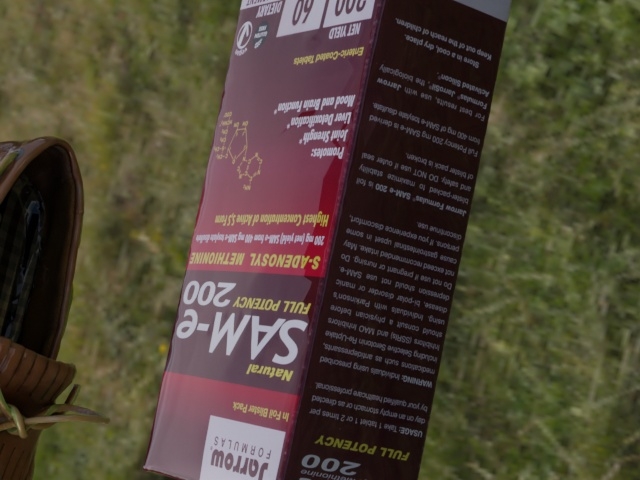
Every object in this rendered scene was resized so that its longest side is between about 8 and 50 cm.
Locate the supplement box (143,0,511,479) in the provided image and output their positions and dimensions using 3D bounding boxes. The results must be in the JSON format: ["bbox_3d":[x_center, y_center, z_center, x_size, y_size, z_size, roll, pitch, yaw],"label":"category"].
[{"bbox_3d":[0.000,0.000,0.680,0.130,0.073,0.239,0,77,58],"label":"supplement box"}]

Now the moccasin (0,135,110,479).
[{"bbox_3d":[-0.239,0.097,1.086,0.147,0.139,0.380,-18,48,38],"label":"moccasin"}]
